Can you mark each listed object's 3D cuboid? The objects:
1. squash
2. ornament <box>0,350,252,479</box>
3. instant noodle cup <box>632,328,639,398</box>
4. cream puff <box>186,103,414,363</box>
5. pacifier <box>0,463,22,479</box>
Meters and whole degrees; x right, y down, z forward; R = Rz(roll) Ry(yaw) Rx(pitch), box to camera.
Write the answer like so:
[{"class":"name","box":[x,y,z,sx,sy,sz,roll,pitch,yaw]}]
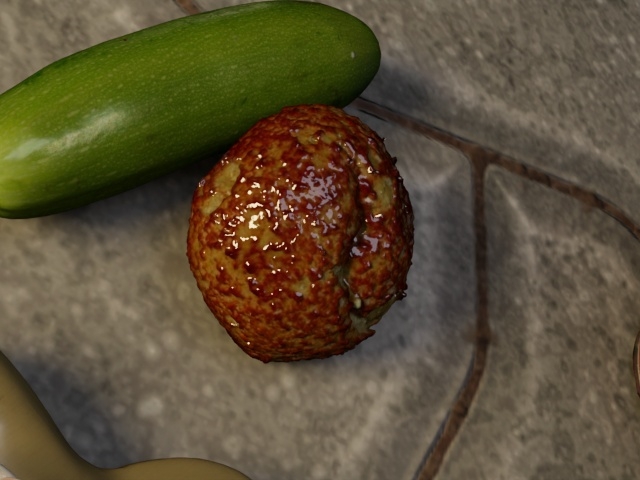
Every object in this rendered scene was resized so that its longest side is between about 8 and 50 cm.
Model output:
[{"class":"squash","box":[-0.078,-0.082,0.658,0.292,0.082,0.082,-25,84,-40]},{"class":"ornament","box":[-0.128,0.140,0.528,0.230,0.061,0.245,52,53,-4]},{"class":"instant noodle cup","box":[0.357,0.070,0.785,0.244,0.255,0.244,17,58,-30]},{"class":"cream puff","box":[0.000,0.000,0.650,0.149,0.084,0.149,-9,105,-36]},{"class":"pacifier","box":[-0.137,0.120,0.443,0.099,0.078,0.081,5,77,-29]}]
